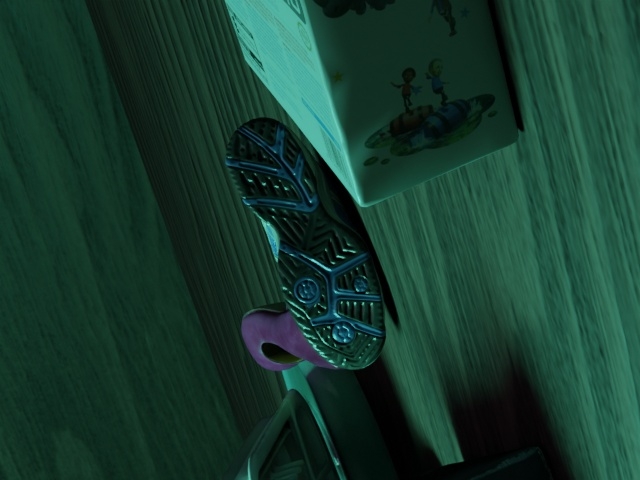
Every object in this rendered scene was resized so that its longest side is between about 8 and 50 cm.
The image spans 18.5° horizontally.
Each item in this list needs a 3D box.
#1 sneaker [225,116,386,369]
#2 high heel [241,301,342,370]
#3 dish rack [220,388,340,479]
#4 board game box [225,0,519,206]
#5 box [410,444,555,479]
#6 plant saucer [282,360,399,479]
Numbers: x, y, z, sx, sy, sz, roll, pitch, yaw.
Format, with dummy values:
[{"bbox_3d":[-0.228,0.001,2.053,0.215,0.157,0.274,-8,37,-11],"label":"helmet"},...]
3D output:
[{"bbox_3d":[0.000,0.000,1.547,0.211,0.080,0.081,68,-167,5],"label":"sneaker"},{"bbox_3d":[-0.014,0.102,1.789,0.244,0.082,0.117,121,138,-60],"label":"high heel"},{"bbox_3d":[-0.019,0.302,1.773,0.333,0.072,0.285,-53,-57,-79],"label":"dish rack"},{"bbox_3d":[-0.012,-0.202,0.982,0.224,0.097,0.303,-127,16,-58],"label":"board game box"},{"bbox_3d":[0.093,0.310,1.316,0.296,0.183,0.294,129,120,-78],"label":"box"},{"bbox_3d":[0.022,0.206,1.989,0.317,0.044,0.317,157,90,-81],"label":"plant saucer"}]
